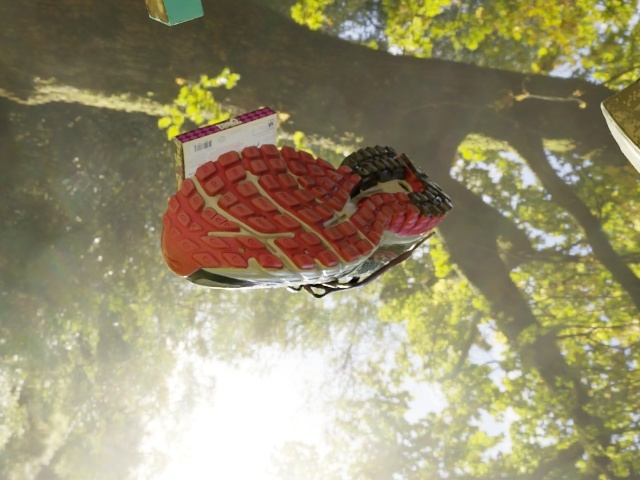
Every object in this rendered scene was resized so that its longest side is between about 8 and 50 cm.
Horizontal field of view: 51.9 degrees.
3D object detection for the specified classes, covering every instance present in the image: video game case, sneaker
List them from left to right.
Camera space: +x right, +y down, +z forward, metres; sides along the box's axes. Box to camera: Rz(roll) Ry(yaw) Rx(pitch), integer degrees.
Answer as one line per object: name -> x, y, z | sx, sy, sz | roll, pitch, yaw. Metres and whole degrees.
video game case -> -0.198, -0.158, 1.399 | 0.042, 0.232, 0.210 | 41, -38, 33
sneaker -> 0.000, 0.000, 0.533 | 0.121, 0.299, 0.112 | 50, -58, 23

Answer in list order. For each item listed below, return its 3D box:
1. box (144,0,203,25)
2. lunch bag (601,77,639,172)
box -> -0.249, -0.455, 0.978 | 0.100, 0.060, 0.244 | 37, -34, 50
lunch bag -> 0.639, -0.199, 1.081 | 0.256, 0.305, 0.212 | -38, -117, 21
